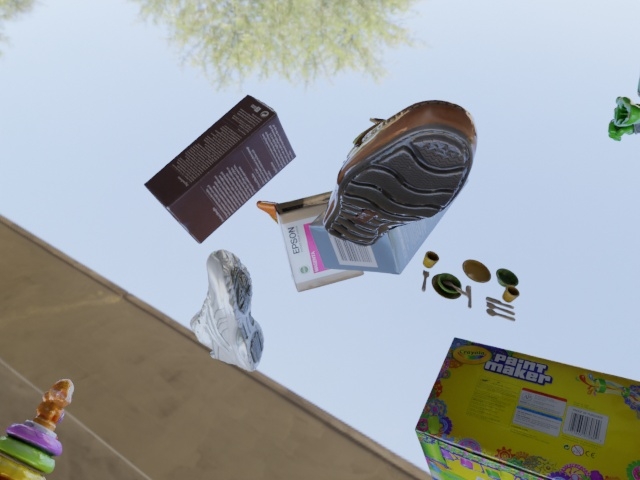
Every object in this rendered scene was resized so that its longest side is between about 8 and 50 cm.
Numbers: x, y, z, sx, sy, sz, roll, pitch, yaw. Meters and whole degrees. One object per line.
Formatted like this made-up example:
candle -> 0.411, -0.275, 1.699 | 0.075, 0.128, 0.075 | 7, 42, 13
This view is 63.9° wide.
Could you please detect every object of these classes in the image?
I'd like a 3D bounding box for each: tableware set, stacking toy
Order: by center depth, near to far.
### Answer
tableware set -> 0.225, 0.056, 0.766 | 0.154, 0.024, 0.104 | 19, -137, 0
stacking toy -> -0.538, 0.390, 0.923 | 0.165, 0.175, 0.302 | 27, -125, -5

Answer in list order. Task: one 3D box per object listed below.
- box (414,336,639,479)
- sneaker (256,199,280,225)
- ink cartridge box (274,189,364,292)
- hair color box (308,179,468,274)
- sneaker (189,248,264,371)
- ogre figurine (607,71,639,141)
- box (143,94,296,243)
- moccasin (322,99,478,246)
box -> 0.328, 0.327, 0.772 | 0.289, 0.279, 0.177 | 9, -132, 33
sneaker -> -0.100, -0.062, 1.404 | 0.175, 0.068, 0.064 | 24, 173, -28
ink cartridge box -> 0.000, 0.000, 1.357 | 0.193, 0.235, 0.088 | -16, -154, -6
hair color box -> 0.161, -0.084, 1.106 | 0.185, 0.114, 0.374 | 3, -145, 38
sneaker -> -0.169, 0.121, 0.846 | 0.115, 0.232, 0.090 | 0, -152, 13
ogre figurine -> 0.436, -0.177, 0.615 | 0.118, 0.197, 0.097 | 2, -127, 10
box -> -0.264, -0.194, 1.411 | 0.381, 0.191, 0.143 | -45, -122, -12
moccasin -> 0.098, -0.093, 0.682 | 0.139, 0.380, 0.147 | 19, -103, -1
